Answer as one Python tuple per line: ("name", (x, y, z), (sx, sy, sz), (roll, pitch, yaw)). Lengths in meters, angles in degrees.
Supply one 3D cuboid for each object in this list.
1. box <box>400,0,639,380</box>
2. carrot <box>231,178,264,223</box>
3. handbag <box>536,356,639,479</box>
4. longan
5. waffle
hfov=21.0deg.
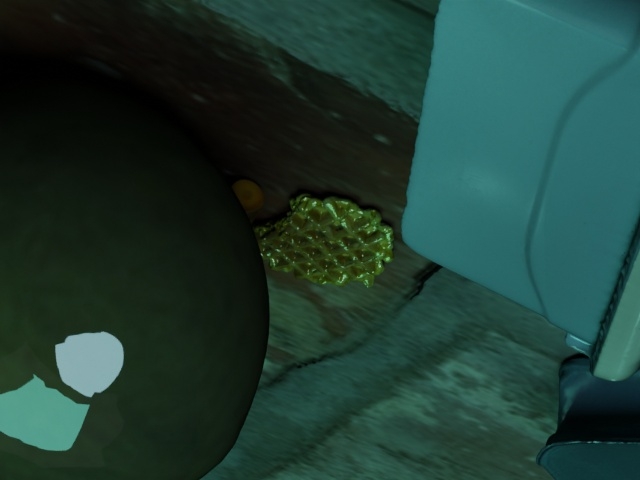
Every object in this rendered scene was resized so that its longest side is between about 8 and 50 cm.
("box", (0.119, -0.067, 0.658), (0.130, 0.162, 0.227), (22, 149, 12))
("carrot", (-0.058, -0.003, 0.957), (0.032, 0.032, 0.093), (24, 143, -11))
("handbag", (0.258, 0.130, 0.991), (0.229, 0.062, 0.179), (-5, 146, 30))
("longan", (-0.136, 0.043, 0.875), (0.248, 0.248, 0.248), (12, 148, 8))
("waffle", (0.002, 0.000, 0.947), (0.078, 0.016, 0.085), (20, 149, -12))
